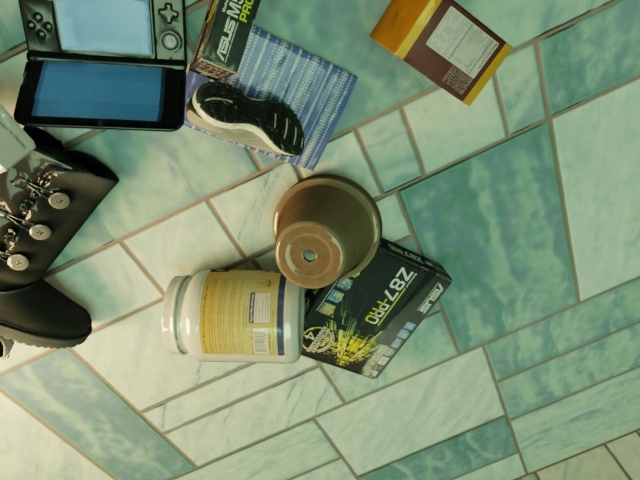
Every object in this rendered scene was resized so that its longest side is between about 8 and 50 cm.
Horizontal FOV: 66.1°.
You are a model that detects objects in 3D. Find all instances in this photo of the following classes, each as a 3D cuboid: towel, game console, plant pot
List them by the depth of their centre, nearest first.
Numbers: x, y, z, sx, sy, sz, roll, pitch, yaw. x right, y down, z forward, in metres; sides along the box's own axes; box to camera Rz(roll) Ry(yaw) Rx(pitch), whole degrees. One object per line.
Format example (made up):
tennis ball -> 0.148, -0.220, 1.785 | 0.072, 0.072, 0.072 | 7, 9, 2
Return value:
game console -> -0.397, -0.348, 0.889 | 0.293, 0.173, 0.250 | -1, 122, -12
towel -> -0.116, -0.308, 1.058 | 0.336, 0.040, 0.243 | 18, 114, -23
plant pot -> 0.000, 0.000, 1.102 | 0.263, 0.229, 0.263 | 3, 110, 10

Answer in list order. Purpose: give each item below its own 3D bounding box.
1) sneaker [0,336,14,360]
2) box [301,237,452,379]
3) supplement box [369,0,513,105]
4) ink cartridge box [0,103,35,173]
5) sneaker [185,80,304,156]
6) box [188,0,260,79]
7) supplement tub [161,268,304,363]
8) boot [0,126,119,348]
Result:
sneaker -> -0.827, 0.192, 1.131 | 0.105, 0.115, 0.281 | -39, 138, 9
box -> 0.121, 0.184, 1.369 | 0.318, 0.097, 0.395 | 24, 112, -24
supplement box -> 0.231, -0.393, 0.974 | 0.194, 0.191, 0.129 | 25, 114, -23
ink cartridge box -> -0.633, -0.176, 0.859 | 0.203, 0.086, 0.148 | -13, 126, 28
sneaker -> -0.148, -0.242, 1.019 | 0.271, 0.108, 0.100 | 17, 73, -35
box -> -0.153, -0.387, 0.826 | 0.060, 0.270, 0.216 | 18, 99, -22
supplement tub -> -0.203, 0.185, 1.210 | 0.316, 0.228, 0.228 | 1, 122, 2
boot -> -0.592, 0.014, 1.105 | 0.367, 0.146, 0.445 | 27, 101, -47
